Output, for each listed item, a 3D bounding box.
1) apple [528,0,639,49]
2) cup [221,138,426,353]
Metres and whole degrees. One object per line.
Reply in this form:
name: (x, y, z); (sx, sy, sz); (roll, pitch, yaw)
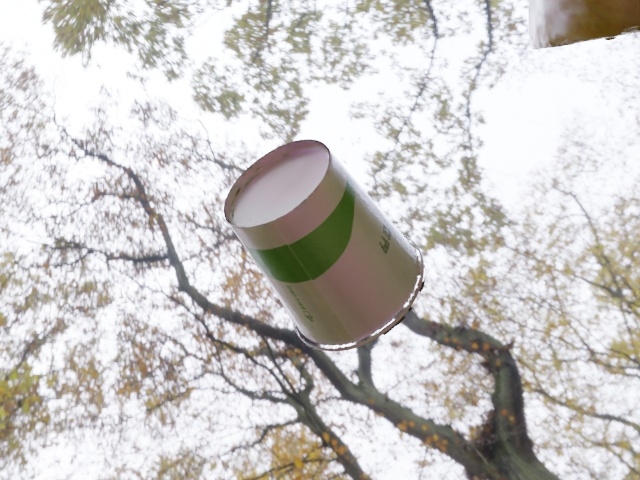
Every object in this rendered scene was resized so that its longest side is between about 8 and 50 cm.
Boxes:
apple: (0.355, -0.306, 0.780); (0.309, 0.252, 0.314); (-13, -35, -31)
cup: (0.000, 0.000, 1.193); (0.253, 0.253, 0.274); (-38, -54, -2)
